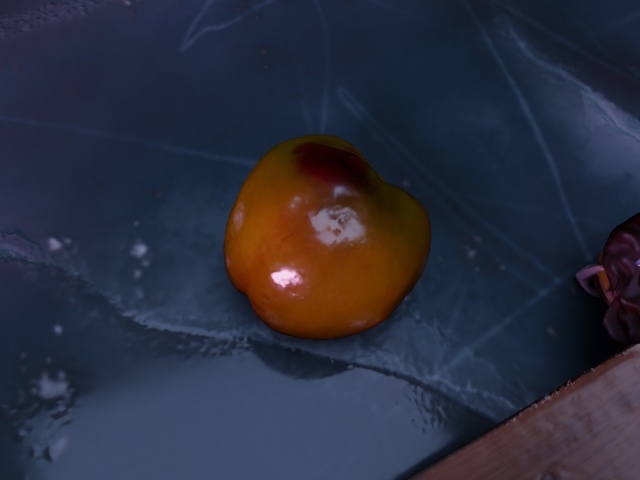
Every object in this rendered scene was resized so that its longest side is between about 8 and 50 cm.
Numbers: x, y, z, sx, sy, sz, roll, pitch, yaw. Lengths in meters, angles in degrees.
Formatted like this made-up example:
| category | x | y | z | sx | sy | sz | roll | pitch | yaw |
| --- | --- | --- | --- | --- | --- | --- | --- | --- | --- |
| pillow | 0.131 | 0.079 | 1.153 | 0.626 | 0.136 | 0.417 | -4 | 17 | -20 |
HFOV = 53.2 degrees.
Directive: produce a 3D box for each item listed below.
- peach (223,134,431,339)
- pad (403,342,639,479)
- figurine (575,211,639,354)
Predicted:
| category | x | y | z | sx | sy | sz | roll | pitch | yaw |
| --- | --- | --- | --- | --- | --- | --- | --- | --- | --- |
| peach | 0.000 | 0.000 | 0.432 | 0.138 | 0.138 | 0.138 | 2 | 66 | -4 |
| pad | 0.146 | 0.240 | 0.334 | 0.286 | 0.018 | 0.284 | -34 | 71 | 7 |
| figurine | 0.247 | 0.092 | 0.415 | 0.175 | 0.116 | 0.240 | -1 | 66 | -5 |
